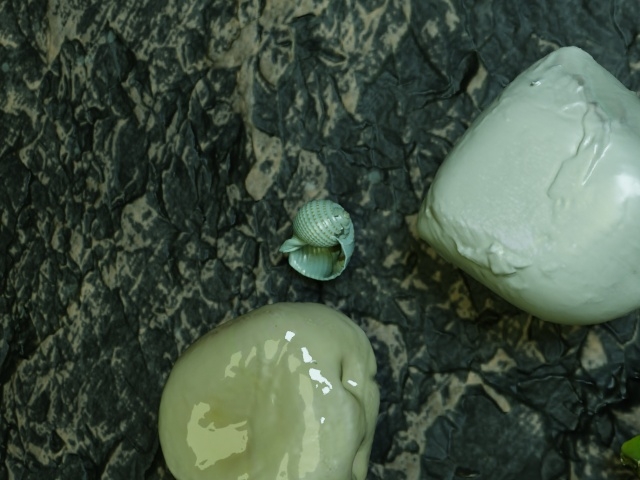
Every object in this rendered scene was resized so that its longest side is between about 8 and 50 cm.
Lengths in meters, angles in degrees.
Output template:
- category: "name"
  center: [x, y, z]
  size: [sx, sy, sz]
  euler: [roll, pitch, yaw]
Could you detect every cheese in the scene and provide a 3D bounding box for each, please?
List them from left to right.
- category: "cheese"
  center: [-0.045, 0.171, 0.715]
  size: [0.218, 0.117, 0.235]
  euler: [46, 103, 20]
- category: "cheese"
  center: [0.195, -0.026, 0.577]
  size: [0.198, 0.154, 0.189]
  euler: [-54, 53, 22]

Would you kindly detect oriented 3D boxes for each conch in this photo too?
- category: "conch"
  center: [0.003, -0.002, 0.726]
  size: [0.076, 0.056, 0.085]
  euler: [56, 144, -4]

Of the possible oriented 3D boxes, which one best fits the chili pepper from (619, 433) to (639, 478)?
- category: "chili pepper"
  center: [0.333, 0.131, 0.576]
  size: [0.201, 0.050, 0.052]
  euler: [-43, 58, 18]
